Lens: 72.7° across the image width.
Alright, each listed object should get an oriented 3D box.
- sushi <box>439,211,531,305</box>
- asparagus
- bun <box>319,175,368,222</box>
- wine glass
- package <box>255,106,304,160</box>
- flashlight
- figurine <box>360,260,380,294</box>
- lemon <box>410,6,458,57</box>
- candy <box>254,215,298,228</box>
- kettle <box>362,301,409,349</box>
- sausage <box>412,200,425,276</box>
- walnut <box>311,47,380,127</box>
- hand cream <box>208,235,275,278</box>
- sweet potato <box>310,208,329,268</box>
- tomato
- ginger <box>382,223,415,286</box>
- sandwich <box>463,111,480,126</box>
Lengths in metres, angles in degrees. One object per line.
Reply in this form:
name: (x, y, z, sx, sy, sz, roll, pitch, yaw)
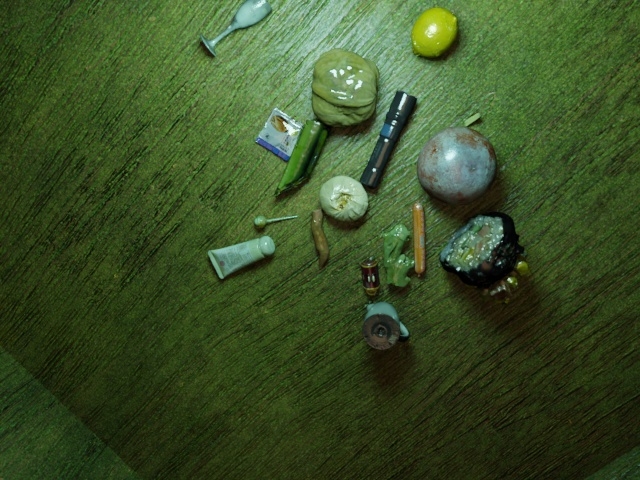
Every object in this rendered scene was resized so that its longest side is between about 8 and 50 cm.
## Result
sushi: (0.716, 0.076, 1.821, 0.285, 0.328, 0.329, 35, 87, -16)
asparagus: (-0.079, -0.343, 1.884, 0.128, 0.108, 0.382, 18, 107, -25)
bun: (0.095, -0.174, 1.883, 0.222, 0.127, 0.222, 6, 107, 19)
wine glass: (-0.301, -0.822, 1.770, 0.309, 0.096, 0.264, -32, 78, 10)
package: (-0.172, -0.464, 1.902, 0.171, 0.027, 0.173, 31, 98, -2)
flashlight: (0.283, -0.417, 1.842, 0.103, 0.103, 0.424, 22, 104, -1)
figurine: (0.232, 0.176, 1.979, 0.082, 0.098, 0.154, -8, 99, 2)
lemon: (0.442, -0.810, 1.705, 0.173, 0.173, 0.206, 43, 125, -5)
candy: (-0.202, -0.094, 1.984, 0.202, 0.061, 0.061, -8, 102, -2)
kettle: (0.298, 0.382, 1.945, 0.221, 0.236, 0.161, 29, 102, 4)
sausage: (0.441, -0.006, 1.943, 0.053, 0.053, 0.348, -3, 102, 5)
walnut: (0.099, -0.602, 1.733, 0.276, 0.282, 0.253, 8, 63, -2)
hand cream: (-0.359, 0.068, 2.006, 0.305, 0.093, 0.147, -20, 106, 10)
sweet potato: (0.000, 0.000, 1.977, 0.067, 0.059, 0.281, -7, 101, 16)
tomato: (0.550, -0.301, 1.763, 0.316, 0.282, 0.317, -1, 101, -8)
ginger: (0.350, 0.073, 1.955, 0.137, 0.089, 0.290, -7, 98, 25)
sandwich: (0.643, -0.513, 1.822, 0.083, 0.044, 0.031, -26, 97, 53)
